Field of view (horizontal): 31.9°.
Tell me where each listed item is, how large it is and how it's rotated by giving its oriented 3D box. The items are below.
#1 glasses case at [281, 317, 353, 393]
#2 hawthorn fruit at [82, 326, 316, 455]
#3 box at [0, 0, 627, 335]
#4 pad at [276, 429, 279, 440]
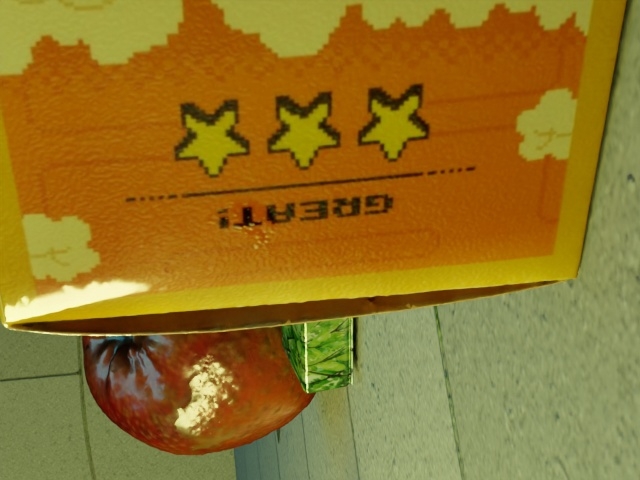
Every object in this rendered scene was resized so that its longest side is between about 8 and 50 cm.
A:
[{"bbox_3d":[0.000,0.000,1.039,0.095,0.062,0.272,-123,29,-60],"label":"glasses case"},{"bbox_3d":[-0.125,0.111,1.253,0.300,0.275,0.275,42,-143,-63],"label":"hawthorn fruit"},{"bbox_3d":[-0.031,-0.126,0.532,0.283,0.259,0.214,-105,14,-52],"label":"box"},{"bbox_3d":[-0.075,0.194,1.799,0.265,0.009,0.159,95,166,-49],"label":"pad"}]
